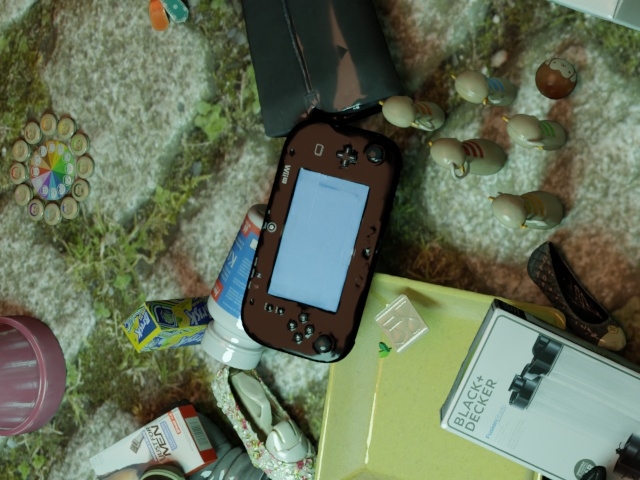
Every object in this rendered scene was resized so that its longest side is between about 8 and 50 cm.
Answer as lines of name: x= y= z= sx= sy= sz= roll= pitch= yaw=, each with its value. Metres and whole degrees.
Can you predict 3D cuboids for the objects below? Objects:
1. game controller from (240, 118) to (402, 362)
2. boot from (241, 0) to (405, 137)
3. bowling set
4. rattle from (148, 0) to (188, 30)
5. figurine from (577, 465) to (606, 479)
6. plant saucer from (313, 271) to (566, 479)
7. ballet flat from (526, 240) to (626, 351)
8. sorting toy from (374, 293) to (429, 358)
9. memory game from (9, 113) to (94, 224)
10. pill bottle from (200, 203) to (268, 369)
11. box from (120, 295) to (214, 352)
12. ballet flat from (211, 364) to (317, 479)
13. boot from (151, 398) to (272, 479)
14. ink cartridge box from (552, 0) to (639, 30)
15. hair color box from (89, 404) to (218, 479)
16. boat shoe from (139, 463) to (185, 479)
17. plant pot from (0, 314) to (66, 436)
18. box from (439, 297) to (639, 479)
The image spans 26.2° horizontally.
game controller: x=0.000 y=0.000 z=1.855 sx=0.166 sy=0.067 sz=0.319 roll=15 pitch=92 yaw=6
boot: x=0.032 y=-0.394 z=1.884 sx=0.367 sy=0.146 sz=0.445 roll=-20 pitch=76 yaw=40
bowling set: x=0.226 y=-0.162 z=1.765 sx=0.287 sy=0.154 sz=0.200 roll=39 pitch=110 yaw=25
rattle: x=-0.264 y=-0.430 z=2.081 sx=0.130 sy=0.143 sz=0.200 roll=12 pitch=91 yaw=17
figurine: x=0.305 y=0.401 z=1.616 sx=0.209 sy=0.092 sz=0.215 roll=-39 pitch=75 yaw=24
plant saucer: x=0.167 y=0.225 z=1.849 sx=0.333 sy=0.081 sz=0.333 roll=11 pitch=95 yaw=31
ballet flat: x=0.327 y=0.074 z=1.757 sx=0.173 sy=0.057 sz=0.049 roll=49 pitch=136 yaw=24
sorting toy: x=0.100 y=0.119 z=1.836 sx=0.083 sy=0.012 sz=0.062 roll=-42 pitch=74 yaw=22
memory game: x=-0.445 y=-0.117 z=2.266 sx=0.186 sy=0.012 sz=0.186 roll=1 pitch=91 yaw=32
pill bottle: x=-0.089 y=0.070 z=1.980 sx=0.124 sy=0.124 sz=0.221 roll=33 pitch=106 yaw=27
box: x=-0.211 y=0.122 z=2.030 sx=0.059 sy=0.169 sz=0.054 roll=-42 pitch=70 yaw=26
ballet flat: x=-0.078 y=0.268 z=1.991 sx=0.241 sy=0.091 sz=0.077 roll=47 pitch=146 yaw=22
boot: x=-0.207 y=0.429 z=2.068 sx=0.222 sy=0.118 sz=0.338 roll=35 pitch=112 yaw=21
ink cartridge box: x=0.294 y=-0.354 z=1.693 sx=0.278 sy=0.201 sz=0.117 roll=26 pitch=104 yaw=28
hair color box: x=-0.245 y=0.319 z=2.009 sx=0.167 sy=0.053 sz=0.093 roll=-32 pitch=77 yaw=18
boat shoe: x=-0.224 y=0.451 z=1.965 sx=0.095 sy=0.095 sz=0.257 roll=-6 pitch=114 yaw=10
plant pot: x=-0.545 y=0.225 z=2.233 sx=0.201 sy=0.180 sz=0.201 roll=0 pitch=91 yaw=31
box: x=0.307 y=0.209 z=1.679 sx=0.290 sy=0.087 sz=0.169 roll=26 pitch=98 yaw=3
